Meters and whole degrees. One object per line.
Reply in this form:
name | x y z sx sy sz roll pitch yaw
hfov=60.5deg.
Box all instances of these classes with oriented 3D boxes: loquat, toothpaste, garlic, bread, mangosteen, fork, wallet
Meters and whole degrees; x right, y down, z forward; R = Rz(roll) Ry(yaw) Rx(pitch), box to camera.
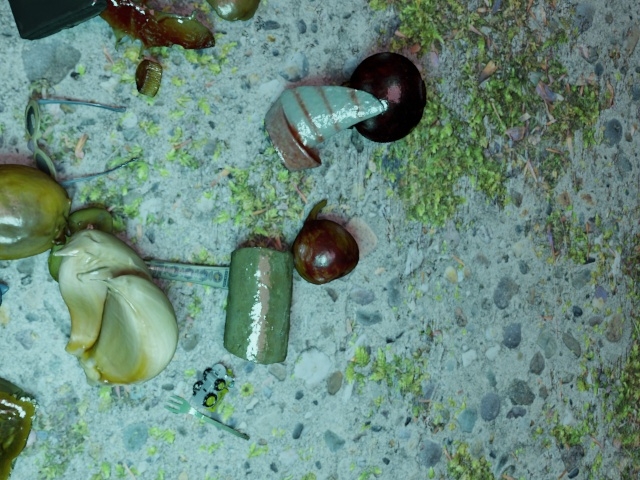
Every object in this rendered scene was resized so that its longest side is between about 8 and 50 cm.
loquat | -0.625 -0.058 1.096 0.238 0.238 0.193 7 92 -22
toothpaste | -0.317 0.078 1.318 0.238 0.039 0.062 9 86 -24
garlic | -0.428 0.142 1.142 0.249 0.286 0.313 5 118 -28
bread | -0.702 0.393 1.128 0.192 0.109 0.210 25 81 -21
bread | -0.398 -0.372 1.258 0.053 0.085 0.085 10 87 -29
mangosteen | 0.140 -0.365 1.419 0.265 0.228 0.229 -2 92 14
fork | -0.276 0.442 1.348 0.235 0.021 0.039 34 83 -20
wallet | -0.593 -0.649 1.136 0.228 0.062 0.407 -13 96 20

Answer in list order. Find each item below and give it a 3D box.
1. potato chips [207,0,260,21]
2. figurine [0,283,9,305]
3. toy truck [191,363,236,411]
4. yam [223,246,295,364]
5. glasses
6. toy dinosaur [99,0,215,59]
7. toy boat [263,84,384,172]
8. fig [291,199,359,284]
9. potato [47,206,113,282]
potato chips | -0.225 -0.640 1.344 0.150 0.049 0.202 -22 105 -15
figurine | -0.739 0.098 1.104 0.144 0.178 0.114 3 67 17
toy truck | -0.252 0.358 1.333 0.111 0.076 0.077 -53 131 -11
yam | -0.148 0.151 1.322 0.161 0.161 0.268 5 88 -22
glasses | -0.524 -0.225 1.205 0.220 0.088 0.190 -14 95 -21
toy dinosaur | -0.414 -0.519 1.240 0.326 0.113 0.207 -1 129 -2
toy boat | 0.010 -0.301 1.340 0.282 0.096 0.206 -22 93 21
fig | -0.002 0.005 1.389 0.175 0.175 0.207 -23 84 -20
potato | -0.531 0.009 1.207 0.105 0.085 0.188 20 80 19
